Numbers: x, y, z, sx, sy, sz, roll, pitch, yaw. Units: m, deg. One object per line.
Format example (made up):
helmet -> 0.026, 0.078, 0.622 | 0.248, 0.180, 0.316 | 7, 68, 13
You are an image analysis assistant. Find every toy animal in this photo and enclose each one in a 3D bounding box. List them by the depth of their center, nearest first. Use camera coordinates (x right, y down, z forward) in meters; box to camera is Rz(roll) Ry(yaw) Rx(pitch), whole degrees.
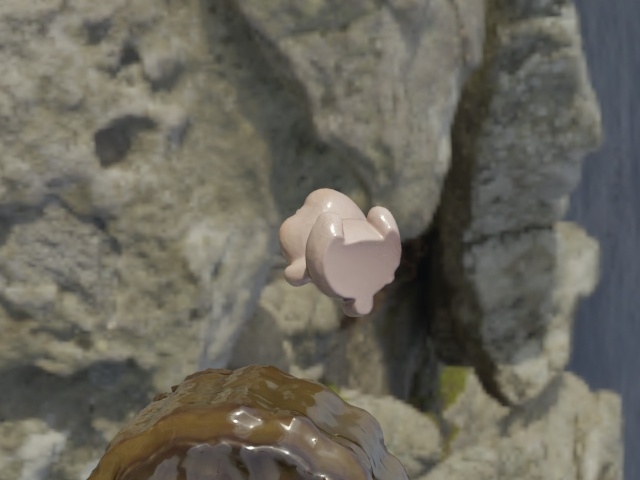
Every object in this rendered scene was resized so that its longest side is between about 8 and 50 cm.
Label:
toy animal -> 0.000, -0.002, 1.405 | 0.124, 0.212, 0.124 | -6, 105, -23

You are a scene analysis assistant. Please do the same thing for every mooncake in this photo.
mooncake -> -0.072, 0.282, 1.163 | 0.187, 0.323, 0.324 | -47, 133, -78
